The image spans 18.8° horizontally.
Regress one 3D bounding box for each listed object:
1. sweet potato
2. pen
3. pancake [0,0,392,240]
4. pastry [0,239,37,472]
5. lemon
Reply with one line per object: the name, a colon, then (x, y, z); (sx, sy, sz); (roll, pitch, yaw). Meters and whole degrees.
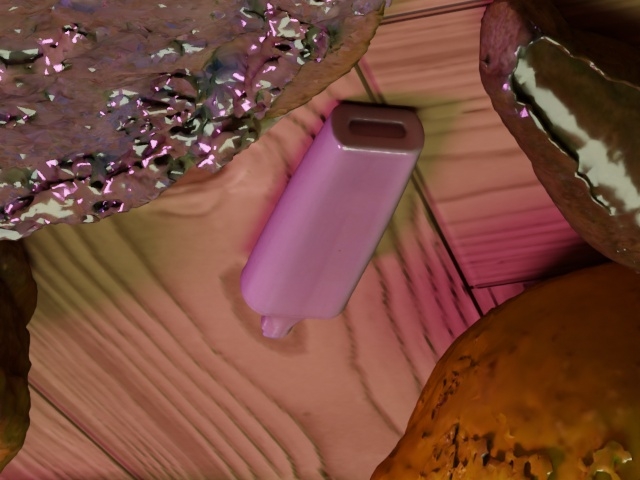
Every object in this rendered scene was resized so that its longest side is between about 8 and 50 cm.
sweet potato: (0.171, -0.027, 0.794); (0.286, 0.085, 0.112); (25, 110, -25)
pen: (0.000, 0.000, 0.872); (0.053, 0.032, 0.197); (4, 150, -15)
pancake: (-0.110, -0.080, 0.679); (0.282, 0.049, 0.282); (-3, 153, -1)
pastry: (-0.219, 0.055, 0.878); (0.188, 0.103, 0.189); (-3, 153, -1)
lemon: (0.175, 0.135, 0.920); (0.310, 0.258, 0.258); (7, 152, -21)
